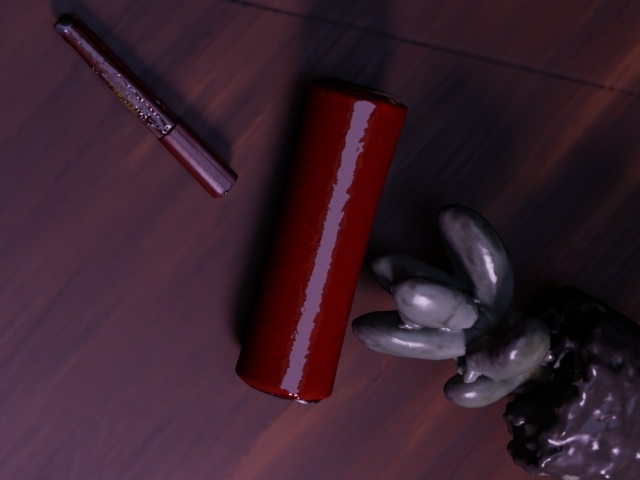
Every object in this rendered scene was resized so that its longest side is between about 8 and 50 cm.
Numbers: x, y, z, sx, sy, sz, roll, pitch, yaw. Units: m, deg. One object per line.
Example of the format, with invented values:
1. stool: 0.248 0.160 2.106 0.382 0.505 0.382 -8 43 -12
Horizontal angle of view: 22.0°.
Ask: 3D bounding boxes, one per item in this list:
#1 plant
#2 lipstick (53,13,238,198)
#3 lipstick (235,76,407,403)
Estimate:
1. plant: 0.157 0.091 1.276 0.274 0.149 0.146 32 90 -19
2. lipstick: -0.128 -0.099 1.203 0.027 0.027 0.176 -46 110 -4
3. lipstick: 0.000 0.000 1.238 0.080 0.080 0.241 12 99 -20
